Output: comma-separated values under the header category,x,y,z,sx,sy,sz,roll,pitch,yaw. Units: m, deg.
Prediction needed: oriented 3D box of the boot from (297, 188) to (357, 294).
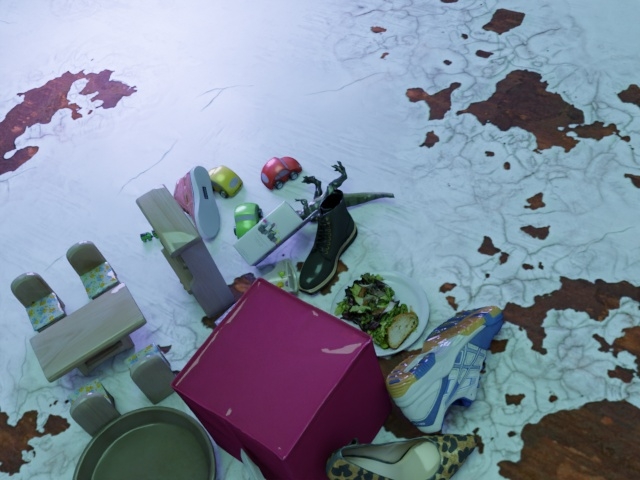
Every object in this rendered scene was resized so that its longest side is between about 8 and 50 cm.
category,x,y,z,sx,sy,sz,roll,pitch,yaw
boot,0.000,0.000,1.700,0.077,0.137,0.197,16,61,24

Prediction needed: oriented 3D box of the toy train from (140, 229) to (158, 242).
category,x,y,z,sx,sy,sz,roll,pitch,yaw
toy train,-0.372,-0.017,1.876,0.083,0.023,0.017,-17,52,2

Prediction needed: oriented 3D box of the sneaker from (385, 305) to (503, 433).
category,x,y,z,sx,sy,sz,roll,pitch,yaw
sneaker,0.245,0.233,1.504,0.296,0.112,0.131,-35,97,-31

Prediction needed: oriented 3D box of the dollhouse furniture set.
category,x,y,z,sx,sy,sz,roll,pitch,yaw
dollhouse furniture set,-0.403,0.115,1.642,0.394,0.256,0.362,-32,53,-10

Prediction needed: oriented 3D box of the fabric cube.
category,x,y,z,sx,sy,sz,roll,pitch,yaw
fabric cube,-0.055,0.270,1.441,0.259,0.258,0.254,27,64,29

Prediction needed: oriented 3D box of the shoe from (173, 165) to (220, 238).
category,x,y,z,sx,sy,sz,roll,pitch,yaw
shoe,-0.285,-0.077,1.880,0.081,0.064,0.177,-27,67,39

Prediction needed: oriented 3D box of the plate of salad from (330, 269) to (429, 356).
category,x,y,z,sx,sy,sz,roll,pitch,yaw
plate of salad,0.115,0.136,1.629,0.200,0.048,0.199,-7,54,10

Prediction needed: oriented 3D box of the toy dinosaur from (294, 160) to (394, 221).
category,x,y,z,sx,sy,sz,roll,pitch,yaw
toy dinosaur,0.020,-0.104,1.821,0.268,0.064,0.118,-16,67,2

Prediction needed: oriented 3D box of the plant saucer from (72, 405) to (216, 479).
category,x,y,z,sx,sy,sz,roll,pitch,yaw
plant saucer,-0.322,0.442,1.515,0.278,0.041,0.277,-6,55,9

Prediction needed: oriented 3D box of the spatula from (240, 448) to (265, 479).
category,x,y,z,sx,sy,sz,roll,pitch,yaw
spatula,-0.073,0.472,1.359,0.019,0.168,0.242,-21,56,-19

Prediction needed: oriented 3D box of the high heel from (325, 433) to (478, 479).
category,x,y,z,sx,sy,sz,roll,pitch,yaw
high heel,0.140,0.360,1.371,0.261,0.186,0.093,-22,52,-2

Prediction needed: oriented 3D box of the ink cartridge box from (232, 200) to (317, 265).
category,x,y,z,sx,sy,sz,roll,pitch,yaw
ink cartridge box,-0.091,-0.025,1.730,0.181,0.104,0.061,-40,88,1

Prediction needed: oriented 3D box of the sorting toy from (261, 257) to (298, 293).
category,x,y,z,sx,sy,sz,roll,pitch,yaw
sorting toy,-0.090,0.090,1.720,0.075,0.045,0.083,-17,52,11

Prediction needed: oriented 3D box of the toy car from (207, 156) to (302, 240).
category,x,y,z,sx,sy,sz,roll,pitch,yaw
toy car,-0.163,-0.100,1.866,0.239,0.053,0.224,-8,53,9

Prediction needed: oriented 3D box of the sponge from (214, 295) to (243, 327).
category,x,y,z,sx,sy,sz,roll,pitch,yaw
sponge,-0.140,0.159,1.574,0.031,0.210,0.117,38,71,17
